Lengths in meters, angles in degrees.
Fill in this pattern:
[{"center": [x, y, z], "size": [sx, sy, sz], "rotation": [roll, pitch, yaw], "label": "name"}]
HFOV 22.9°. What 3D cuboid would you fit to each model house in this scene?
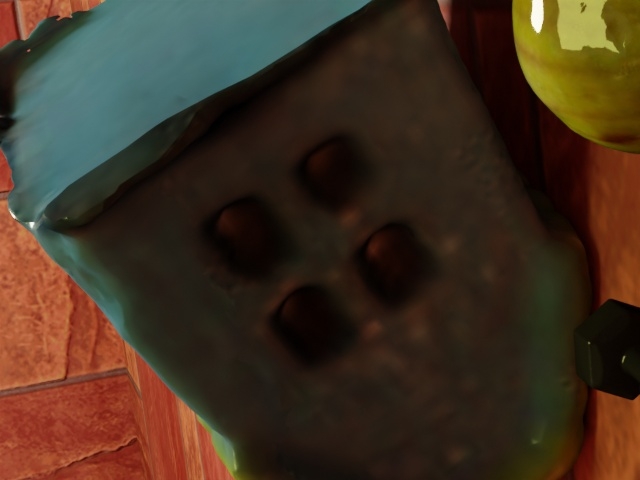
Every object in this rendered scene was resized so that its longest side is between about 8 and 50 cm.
[{"center": [0.000, 0.000, 0.765], "size": [0.303, 0.215, 0.237], "rotation": [60, 177, -29], "label": "model house"}]

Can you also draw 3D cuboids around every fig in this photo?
[{"center": [0.137, -0.061, 0.469], "size": [0.166, 0.093, 0.093], "rotation": [17, 124, 30], "label": "fig"}]

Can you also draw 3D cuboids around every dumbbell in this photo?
[{"center": [0.129, 0.052, 0.605], "size": [0.036, 0.040, 0.083], "rotation": [50, 179, -24], "label": "dumbbell"}]
